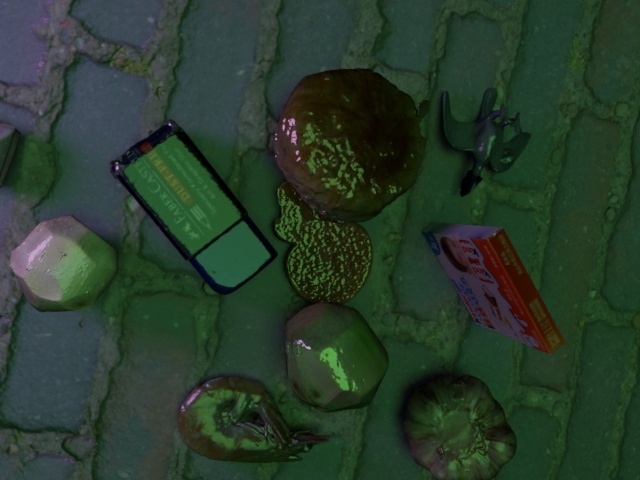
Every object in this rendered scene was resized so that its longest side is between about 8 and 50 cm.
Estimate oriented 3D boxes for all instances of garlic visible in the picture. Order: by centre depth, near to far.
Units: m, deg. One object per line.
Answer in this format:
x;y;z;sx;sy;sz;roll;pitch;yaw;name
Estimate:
0.305;0.419;1.142;0.244;0.160;0.245;-4;73;12;garlic

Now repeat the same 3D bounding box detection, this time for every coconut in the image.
-0.450;0.048;0.897;0.161;0.161;0.162;42;73;-15;coconut
0.028;0.241;1.022;0.204;0.236;0.236;-40;106;-46;coconut

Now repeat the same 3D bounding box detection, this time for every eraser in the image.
-0.240;-0.056;0.977;0.155;0.101;0.332;-39;102;-10;eraser

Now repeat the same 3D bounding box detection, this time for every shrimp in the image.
-0.131;0.372;1.053;0.317;0.077;0.168;10;88;-14;shrimp

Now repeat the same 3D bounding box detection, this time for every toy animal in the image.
0.364;-0.232;1.159;0.239;0.176;0.255;26;52;-19;toy animal

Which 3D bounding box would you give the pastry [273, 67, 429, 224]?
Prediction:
0.065;-0.187;1.019;0.329;0.136;0.330;4;81;-24;pastry

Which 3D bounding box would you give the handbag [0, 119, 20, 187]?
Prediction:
-0.620;-0.169;0.870;0.173;0.095;0.117;19;83;-25;handbag

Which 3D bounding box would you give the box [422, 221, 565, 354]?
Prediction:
0.350;0.087;1.076;0.048;0.265;0.273;-35;101;-10;box

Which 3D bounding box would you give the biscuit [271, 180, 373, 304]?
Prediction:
0.000;0.000;1.082;0.202;0.044;0.289;-30;100;-14;biscuit
